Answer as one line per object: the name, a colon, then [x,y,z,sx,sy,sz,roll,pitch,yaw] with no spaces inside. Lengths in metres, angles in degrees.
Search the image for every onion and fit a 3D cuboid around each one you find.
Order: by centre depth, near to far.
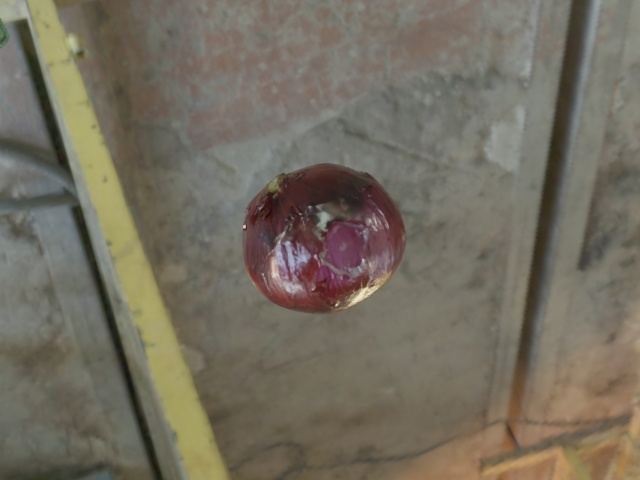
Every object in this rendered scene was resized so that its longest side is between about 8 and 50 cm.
onion: [0.000,0.000,0.914,0.131,0.131,0.131,-14,140,-12]

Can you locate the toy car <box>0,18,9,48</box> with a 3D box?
toy car: [-0.239,-0.085,0.506,0.097,0.320,0.141,-16,115,17]
